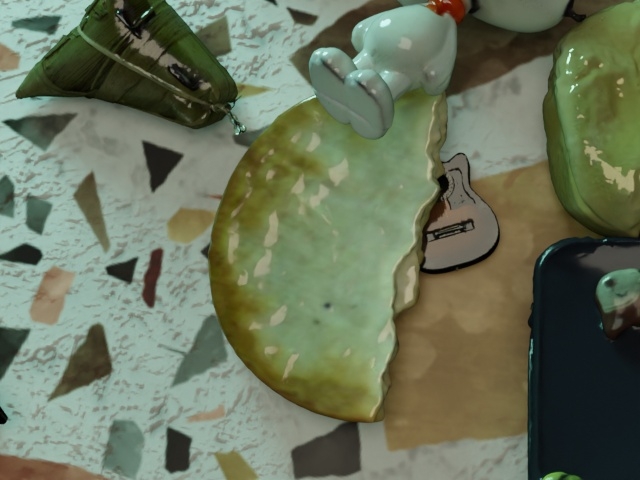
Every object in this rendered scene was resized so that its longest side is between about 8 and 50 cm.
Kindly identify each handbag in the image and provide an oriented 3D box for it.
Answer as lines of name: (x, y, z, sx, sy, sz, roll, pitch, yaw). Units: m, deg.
handbag: (0.316, 0.156, 1.186, 0.303, 0.122, 0.329, 1, 60, 8)

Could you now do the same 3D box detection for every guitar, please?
guitar: (0.096, -0.083, 1.361, 0.088, 0.025, 0.233, -16, 76, 6)

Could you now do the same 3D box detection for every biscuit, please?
biscuit: (0.000, 0.000, 1.339, 0.205, 0.040, 0.309, 9, 81, 20)

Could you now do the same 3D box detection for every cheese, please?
cheese: (0.303, -0.104, 1.291, 0.214, 0.117, 0.226, -2, 74, 2)

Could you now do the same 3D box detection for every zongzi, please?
zongzi: (-0.175, -0.129, 1.401, 0.178, 0.081, 0.189, -41, 90, 21)

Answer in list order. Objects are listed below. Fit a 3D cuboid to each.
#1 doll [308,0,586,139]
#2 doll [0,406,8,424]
doll: (0.089, -0.225, 1.294, 0.271, 0.144, 0.208, -30, 61, -15)
doll: (-0.405, 0.129, 1.362, 0.249, 0.088, 0.127, 15, 81, 15)
